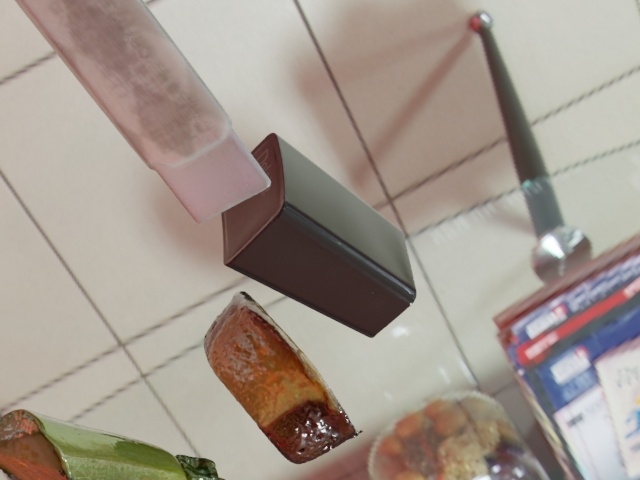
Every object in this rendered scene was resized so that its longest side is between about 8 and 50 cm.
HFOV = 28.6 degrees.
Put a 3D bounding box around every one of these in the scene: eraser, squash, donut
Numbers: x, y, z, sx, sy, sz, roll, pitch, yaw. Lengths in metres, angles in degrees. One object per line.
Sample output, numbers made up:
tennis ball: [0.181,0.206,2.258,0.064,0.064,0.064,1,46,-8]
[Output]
eraser: [-0.202,-0.198,1.058,0.082,0.213,0.397,-38,113,-3]
squash: [-0.156,0.187,0.967,0.090,0.075,0.200,-27,145,37]
donut: [-0.039,0.125,1.115,0.073,0.184,0.166,-40,117,-2]

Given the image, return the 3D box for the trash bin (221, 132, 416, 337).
trash bin: [0.000,0.000,1.538,0.225,0.165,0.115,31,118,-27]
